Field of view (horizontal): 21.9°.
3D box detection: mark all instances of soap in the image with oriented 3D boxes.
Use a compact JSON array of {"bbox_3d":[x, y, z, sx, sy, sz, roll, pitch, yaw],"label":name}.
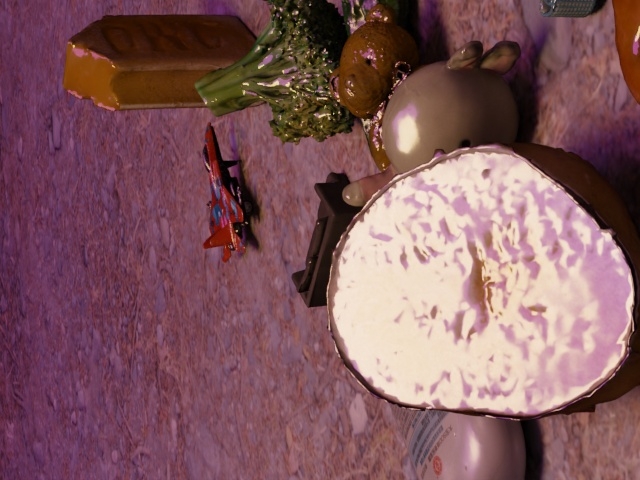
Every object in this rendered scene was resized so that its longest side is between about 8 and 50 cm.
[{"bbox_3d":[-0.212,-0.235,2.170,0.160,0.257,0.080,-126,40,-51],"label":"soap"}]

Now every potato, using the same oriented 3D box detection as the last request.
[{"bbox_3d":[0.177,0.033,1.440,0.299,0.196,0.247,-2,96,37],"label":"potato"}]

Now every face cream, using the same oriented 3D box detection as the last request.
[{"bbox_3d":[0.142,0.196,1.647,0.163,0.080,0.337,113,145,-44],"label":"face cream"}]

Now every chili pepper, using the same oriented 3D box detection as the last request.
[{"bbox_3d":[0.074,-0.169,1.785,0.088,0.059,0.227,-7,93,45],"label":"chili pepper"}]

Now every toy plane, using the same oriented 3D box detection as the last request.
[{"bbox_3d":[-0.131,-0.069,2.260,0.130,0.061,0.189,157,112,-66],"label":"toy plane"}]

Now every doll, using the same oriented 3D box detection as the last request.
[{"bbox_3d":[0.106,-0.076,1.587,0.113,0.154,0.275,47,127,53],"label":"doll"},{"bbox_3d":[0.081,-0.134,1.689,0.137,0.097,0.209,-52,60,30],"label":"doll"}]

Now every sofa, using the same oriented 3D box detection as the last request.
[{"bbox_3d":[0.000,0.000,1.968,0.085,0.060,0.147,-118,33,-44],"label":"sofa"}]

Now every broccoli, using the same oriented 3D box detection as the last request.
[{"bbox_3d":[-0.047,-0.192,1.876,0.219,0.194,0.194,44,-143,-77],"label":"broccoli"}]

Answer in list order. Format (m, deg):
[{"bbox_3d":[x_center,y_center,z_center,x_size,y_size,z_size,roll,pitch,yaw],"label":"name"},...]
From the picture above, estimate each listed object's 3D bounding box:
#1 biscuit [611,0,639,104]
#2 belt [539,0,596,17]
[{"bbox_3d":[0.292,-0.191,1.263,0.220,0.066,0.221,177,90,-67],"label":"biscuit"},{"bbox_3d":[0.225,-0.278,1.418,0.100,0.065,0.179,-133,42,-67],"label":"belt"}]
